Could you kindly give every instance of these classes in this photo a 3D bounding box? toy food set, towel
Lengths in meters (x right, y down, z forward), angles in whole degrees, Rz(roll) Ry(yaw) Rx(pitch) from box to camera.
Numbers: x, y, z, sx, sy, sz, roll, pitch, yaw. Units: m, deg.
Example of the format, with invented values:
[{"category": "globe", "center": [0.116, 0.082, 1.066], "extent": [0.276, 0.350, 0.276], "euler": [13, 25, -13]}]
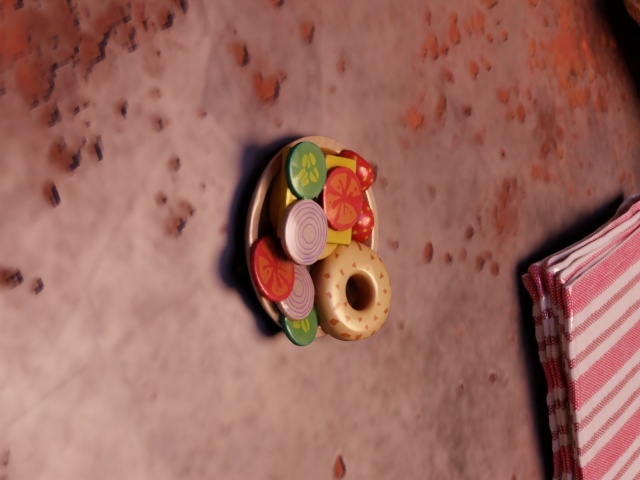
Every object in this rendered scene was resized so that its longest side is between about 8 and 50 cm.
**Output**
[{"category": "toy food set", "center": [0.000, 0.000, 0.438], "extent": [0.083, 0.020, 0.083], "euler": [5, 89, -50]}, {"category": "towel", "center": [0.170, 0.083, 0.647], "extent": [0.144, 0.029, 0.197], "euler": [-27, 115, -46]}]

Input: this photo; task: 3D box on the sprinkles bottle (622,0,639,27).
[{"category": "sprinkles bottle", "center": [0.308, -0.058, 0.729], "extent": [0.355, 0.121, 0.121], "euler": [52, 54, -38]}]
